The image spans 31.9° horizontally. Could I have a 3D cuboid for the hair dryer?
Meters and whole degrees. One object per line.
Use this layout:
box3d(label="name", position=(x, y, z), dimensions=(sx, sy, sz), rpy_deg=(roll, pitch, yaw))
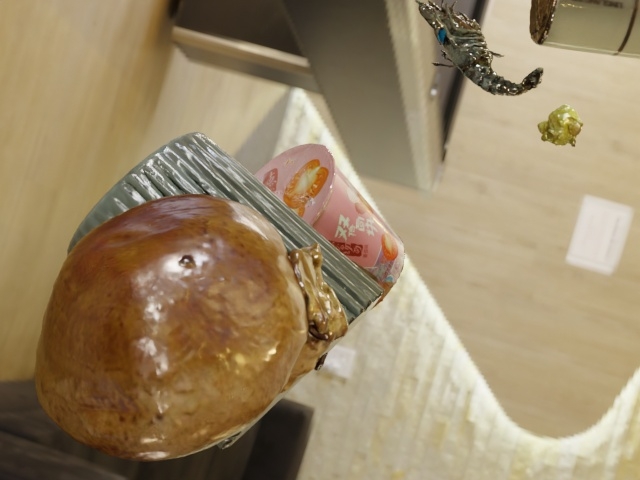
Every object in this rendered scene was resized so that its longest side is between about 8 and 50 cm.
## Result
box3d(label="hair dryer", position=(0.379, -0.402, 1.337), dimensions=(0.128, 0.203, 0.362), rpy_deg=(-96, -167, -79))

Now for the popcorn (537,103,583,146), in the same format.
box3d(label="popcorn", position=(0.389, -0.185, 1.810), dimensions=(0.083, 0.059, 0.068), rpy_deg=(4, -100, 64))

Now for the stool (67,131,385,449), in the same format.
box3d(label="stool", position=(-0.131, 0.054, 1.478), dimensions=(0.297, 0.330, 0.297), rpy_deg=(-43, 174, -5))

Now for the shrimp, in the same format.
box3d(label="shrimp", position=(0.178, -0.223, 1.322), dimensions=(0.076, 0.174, 0.082), rpy_deg=(-53, 170, 7))

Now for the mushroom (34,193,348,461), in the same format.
box3d(label="mushroom", position=(-0.115, 0.065, 1.018), dimensions=(0.263, 0.283, 0.195), rpy_deg=(44, -47, 50))

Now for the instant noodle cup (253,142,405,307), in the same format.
box3d(label="instant noodle cup", position=(0.000, 0.000, 1.875), dimensions=(0.231, 0.243, 0.243), rpy_deg=(41, 56, -32))
